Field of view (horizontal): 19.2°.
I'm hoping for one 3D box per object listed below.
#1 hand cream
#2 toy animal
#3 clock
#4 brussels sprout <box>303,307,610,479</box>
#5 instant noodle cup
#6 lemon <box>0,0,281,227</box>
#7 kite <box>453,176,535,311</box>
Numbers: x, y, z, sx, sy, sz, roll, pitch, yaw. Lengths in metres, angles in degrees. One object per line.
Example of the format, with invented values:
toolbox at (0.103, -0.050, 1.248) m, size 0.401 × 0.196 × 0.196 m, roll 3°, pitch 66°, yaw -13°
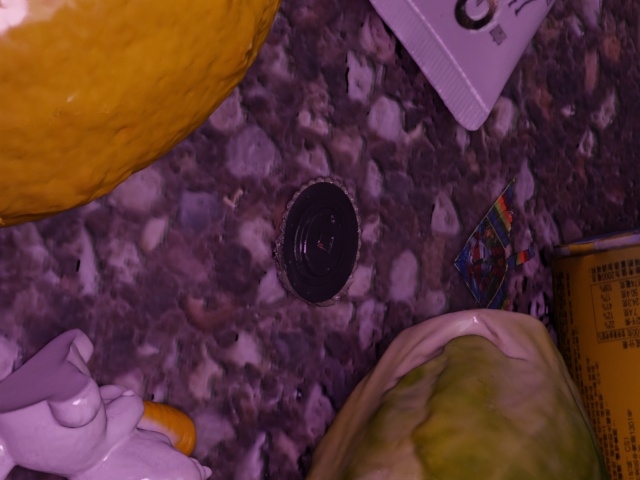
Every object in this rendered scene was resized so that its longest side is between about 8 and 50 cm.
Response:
hand cream at (0.141, -0.234, 1.296) m, size 0.139 × 0.089 × 0.314 m, roll 48°, pitch 66°, yaw -32°
toy animal at (-0.117, 0.147, 1.043) m, size 0.127 × 0.131 × 0.181 m, roll -33°, pitch 109°, yaw -5°
clock at (0.000, 0.000, 1.198) m, size 0.074 × 0.010 × 0.083 m, roll 29°, pitch 71°, yaw -41°
brussels sprout at (0.086, 0.179, 1.160) m, size 0.219 × 0.210 × 0.271 m, roll 32°, pitch 53°, yaw -46°
instant noodle cup at (0.303, 0.102, 1.315) m, size 0.325 × 0.325 × 0.254 m, roll -12°, pitch 89°, yaw -45°
lemon at (-0.150, -0.131, 0.881) m, size 0.320 × 0.245 × 0.245 m, roll -38°, pitch 116°, yaw -32°
kite at (0.122, 0.017, 1.325) m, size 0.090 × 0.004 × 0.122 m, roll -6°, pitch 95°, yaw -45°
